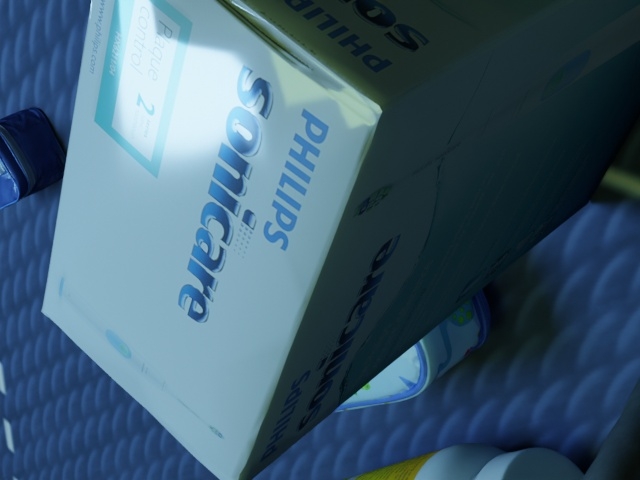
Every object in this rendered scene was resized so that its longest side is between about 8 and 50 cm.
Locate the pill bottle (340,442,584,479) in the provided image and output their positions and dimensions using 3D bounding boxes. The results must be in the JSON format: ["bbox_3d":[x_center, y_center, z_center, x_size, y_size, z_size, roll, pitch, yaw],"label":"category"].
[{"bbox_3d":[0.080,0.199,0.804,0.208,0.118,0.117,-30,93,50],"label":"pill bottle"}]

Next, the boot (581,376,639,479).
[{"bbox_3d":[0.158,0.078,0.573,0.076,0.208,0.189,3,117,43],"label":"boot"}]

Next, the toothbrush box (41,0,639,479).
[{"bbox_3d":[0.040,-0.064,0.532,0.126,0.295,0.216,39,138,18],"label":"toothbrush box"}]

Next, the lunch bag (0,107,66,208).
[{"bbox_3d":[-0.267,-0.063,1.021,0.098,0.065,0.067,-19,101,49],"label":"lunch bag"}]

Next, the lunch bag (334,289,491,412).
[{"bbox_3d":[0.000,0.000,0.774,0.176,0.090,0.219,-22,98,51],"label":"lunch bag"}]
